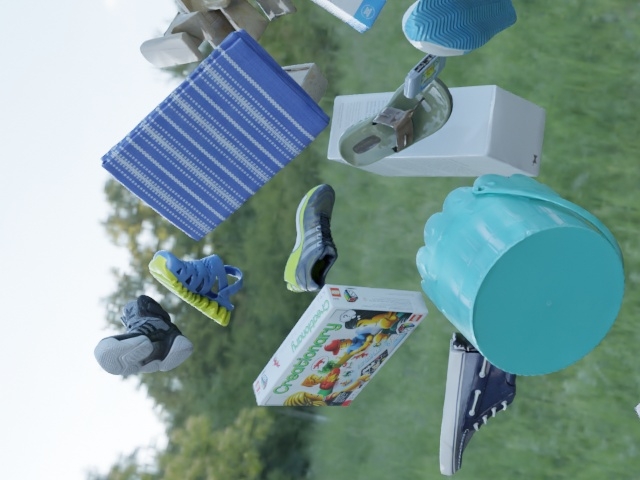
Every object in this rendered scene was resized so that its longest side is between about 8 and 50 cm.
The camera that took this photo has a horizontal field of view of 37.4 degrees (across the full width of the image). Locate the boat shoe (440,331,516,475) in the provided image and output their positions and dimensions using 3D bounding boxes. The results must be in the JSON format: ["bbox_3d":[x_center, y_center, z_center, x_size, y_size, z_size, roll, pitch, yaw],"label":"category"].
[{"bbox_3d":[0.358,0.382,2.138,0.127,0.158,0.340,-59,-27,-71],"label":"boat shoe"}]

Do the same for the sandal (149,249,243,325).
[{"bbox_3d":[-0.286,0.086,2.240,0.138,0.126,0.317,-54,-31,-4],"label":"sandal"}]

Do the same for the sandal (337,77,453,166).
[{"bbox_3d":[0.151,-0.225,1.928,0.303,0.120,0.086,-35,15,38],"label":"sandal"}]

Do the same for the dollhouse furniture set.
[{"bbox_3d":[-0.203,-0.427,2.114,0.394,0.256,0.362,50,-126,-37],"label":"dollhouse furniture set"}]

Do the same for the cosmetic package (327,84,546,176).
[{"bbox_3d":[0.263,-0.245,2.193,0.230,0.453,0.161,12,-96,-48],"label":"cosmetic package"}]

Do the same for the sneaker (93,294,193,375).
[{"bbox_3d":[-0.392,0.195,1.976,0.101,0.153,0.268,-45,-26,19],"label":"sneaker"}]

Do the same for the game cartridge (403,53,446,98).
[{"bbox_3d":[0.151,-0.240,1.342,0.083,0.017,0.056,-45,-16,-17],"label":"game cartridge"}]

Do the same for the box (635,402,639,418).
[{"bbox_3d":[0.444,0.129,0.963,0.233,0.183,0.059,89,159,-65],"label":"box"}]

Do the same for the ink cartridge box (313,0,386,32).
[{"bbox_3d":[0.028,-0.441,1.576,0.104,0.180,0.060,-60,12,-2],"label":"ink cartridge box"}]

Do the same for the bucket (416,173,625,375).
[{"bbox_3d":[0.300,0.052,1.401,0.183,0.281,0.281,-123,36,-61],"label":"bucket"}]

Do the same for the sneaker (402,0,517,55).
[{"bbox_3d":[0.166,-0.272,1.207,0.228,0.092,0.087,-25,-88,-50],"label":"sneaker"}]

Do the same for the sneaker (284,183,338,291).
[{"bbox_3d":[0.000,0.000,2.504,0.111,0.121,0.300,9,-87,-44],"label":"sneaker"}]

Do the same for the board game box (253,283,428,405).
[{"bbox_3d":[0.030,0.191,1.655,0.305,0.193,0.053,-56,40,40],"label":"board game box"}]

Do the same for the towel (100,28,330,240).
[{"bbox_3d":[-0.177,-0.172,1.612,0.243,0.336,0.040,41,-163,-31],"label":"towel"}]
